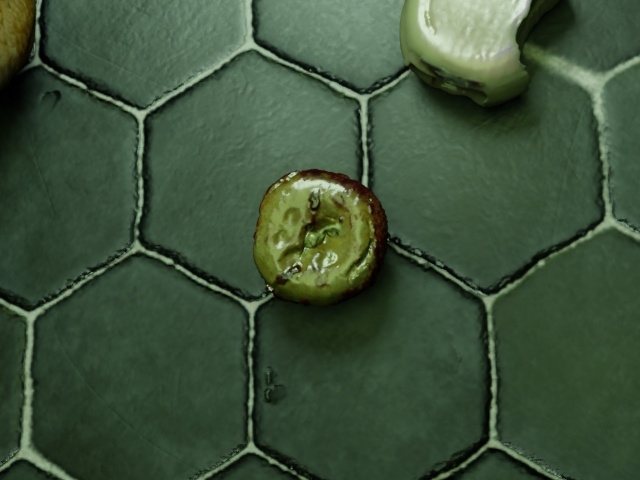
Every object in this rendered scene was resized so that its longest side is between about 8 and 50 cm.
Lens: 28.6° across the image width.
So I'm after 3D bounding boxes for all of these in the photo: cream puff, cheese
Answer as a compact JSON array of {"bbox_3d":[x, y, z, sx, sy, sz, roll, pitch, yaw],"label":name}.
[{"bbox_3d":[0.000,0.000,1.294,0.149,0.084,0.149,-2,81,13],"label":"cream puff"},{"bbox_3d":[0.195,-0.281,1.319,0.163,0.082,0.286,28,84,13],"label":"cheese"}]

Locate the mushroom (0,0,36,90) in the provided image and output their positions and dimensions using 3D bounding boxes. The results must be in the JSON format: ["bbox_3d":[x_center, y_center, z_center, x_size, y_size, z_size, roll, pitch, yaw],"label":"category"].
[{"bbox_3d":[-0.439,-0.230,1.365,0.263,0.195,0.283,-6,78,3],"label":"mushroom"}]
